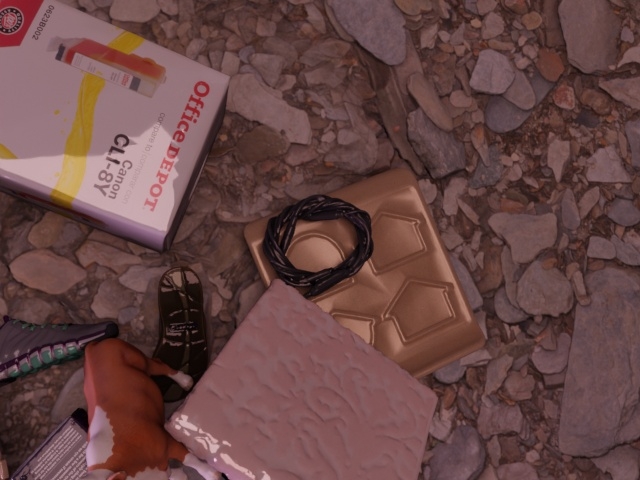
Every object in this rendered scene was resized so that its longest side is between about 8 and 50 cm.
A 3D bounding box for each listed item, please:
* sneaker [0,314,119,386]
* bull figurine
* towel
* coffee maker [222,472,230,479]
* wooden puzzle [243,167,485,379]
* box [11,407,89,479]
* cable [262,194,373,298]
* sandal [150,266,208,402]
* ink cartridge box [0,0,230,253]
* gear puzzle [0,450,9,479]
[{"bbox_3d":[-0.421,0.143,0.969,0.223,0.083,0.098,-19,81,-16],"label":"sneaker"},{"bbox_3d":[-0.240,0.251,0.858,0.101,0.310,0.188,-42,129,11],"label":"bull figurine"},{"bbox_3d":[-0.004,0.242,0.907,0.331,0.053,0.317,37,39,-3],"label":"towel"},{"bbox_3d":[-0.101,0.340,0.964,0.171,0.178,0.120,-26,85,-19],"label":"coffee maker"},{"bbox_3d":[0.073,0.081,1.111,0.322,0.080,0.348,-22,82,-17],"label":"wooden puzzle"},{"bbox_3d":[-0.310,0.349,0.924,0.207,0.153,0.108,43,73,-5],"label":"box"},{"bbox_3d":[0.000,0.000,1.053,0.184,0.047,0.151,-32,80,-15],"label":"cable"},{"bbox_3d":[-0.225,0.145,1.023,0.089,0.060,0.220,-2,99,-15],"label":"sandal"},{"bbox_3d":[-0.363,-0.184,0.996,0.384,0.160,0.279,22,76,-10],"label":"ink cartridge box"},{"bbox_3d":[-0.488,0.270,0.886,0.044,0.175,0.339,-6,81,-48],"label":"gear puzzle"}]
